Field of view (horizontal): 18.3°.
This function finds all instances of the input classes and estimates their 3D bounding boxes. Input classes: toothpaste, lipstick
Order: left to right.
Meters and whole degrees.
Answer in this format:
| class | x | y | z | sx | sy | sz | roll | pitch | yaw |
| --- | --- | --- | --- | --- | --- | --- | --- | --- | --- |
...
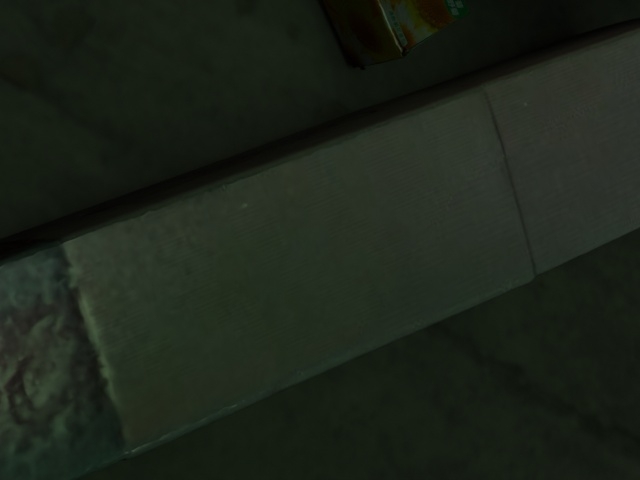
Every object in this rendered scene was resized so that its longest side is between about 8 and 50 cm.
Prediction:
| class | x | y | z | sx | sy | sz | roll | pitch | yaw |
| --- | --- | --- | --- | --- | --- | --- | --- | --- | --- |
| toothpaste | -0.001 | -0.154 | 0.754 | 0.043 | 0.037 | 0.178 | -32 | 105 | -31 |
| lipstick | 0.000 | 0.000 | 0.719 | 0.371 | 0.076 | 0.079 | -23 | 99 | -34 |
